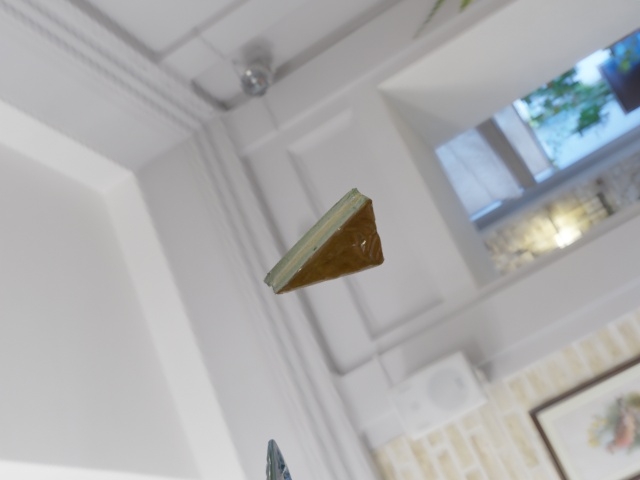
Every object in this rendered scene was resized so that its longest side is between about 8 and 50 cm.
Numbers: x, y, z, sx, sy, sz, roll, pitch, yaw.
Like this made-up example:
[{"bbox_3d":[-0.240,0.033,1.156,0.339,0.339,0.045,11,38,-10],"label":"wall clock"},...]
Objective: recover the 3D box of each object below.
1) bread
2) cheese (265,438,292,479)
[{"bbox_3d":[-0.005,0.002,1.209,0.074,0.139,0.084,-133,28,-69],"label":"bread"},{"bbox_3d":[-0.016,0.216,0.538,0.244,0.052,0.135,-85,-19,-68],"label":"cheese"}]
